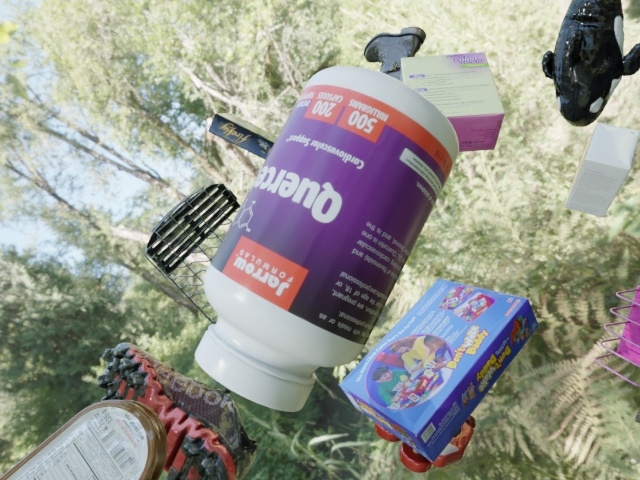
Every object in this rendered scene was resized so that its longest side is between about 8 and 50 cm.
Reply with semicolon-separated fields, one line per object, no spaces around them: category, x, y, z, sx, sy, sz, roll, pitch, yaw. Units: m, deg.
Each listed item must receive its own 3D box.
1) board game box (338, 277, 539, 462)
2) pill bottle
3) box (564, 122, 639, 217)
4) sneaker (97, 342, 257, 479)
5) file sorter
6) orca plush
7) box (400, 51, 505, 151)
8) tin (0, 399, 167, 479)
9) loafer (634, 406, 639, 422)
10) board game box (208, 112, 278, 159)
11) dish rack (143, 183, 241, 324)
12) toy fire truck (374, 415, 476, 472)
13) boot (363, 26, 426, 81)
board game box;0.236;0.234;0.903;0.347;0.078;0.233;-41;24;-21
pill bottle;0.000;0.000;0.468;0.323;0.181;0.181;-63;8;-5
box;0.655;-0.162;1.041;0.130;0.091;0.170;-57;-27;-26
sneaker;-0.195;0.240;0.621;0.135;0.276;0.098;4;-63;-61
file sorter;1.136;0.338;1.570;0.202;0.182;0.291;-142;53;-60
orca plush;0.441;-0.328;0.706;0.102;0.151;0.287;-20;-46;-48
box;0.314;-0.343;1.109;0.117;0.213;0.243;79;-171;-55
tin;-0.242;0.239;0.432;0.189;0.106;0.040;-41;-21;-17
loafer;1.046;0.584;1.334;0.078;0.080;0.220;-55;12;8
board game box;-0.110;-0.206;0.978;0.042;0.243;0.165;-62;8;14
dish rack;-0.182;0.042;0.815;0.074;0.271;0.208;2;44;50
toy fire truck;0.321;0.523;1.323;0.302;0.253;0.169;35;126;55
boot;0.205;-0.552;1.414;0.263;0.091;0.229;4;66;51
